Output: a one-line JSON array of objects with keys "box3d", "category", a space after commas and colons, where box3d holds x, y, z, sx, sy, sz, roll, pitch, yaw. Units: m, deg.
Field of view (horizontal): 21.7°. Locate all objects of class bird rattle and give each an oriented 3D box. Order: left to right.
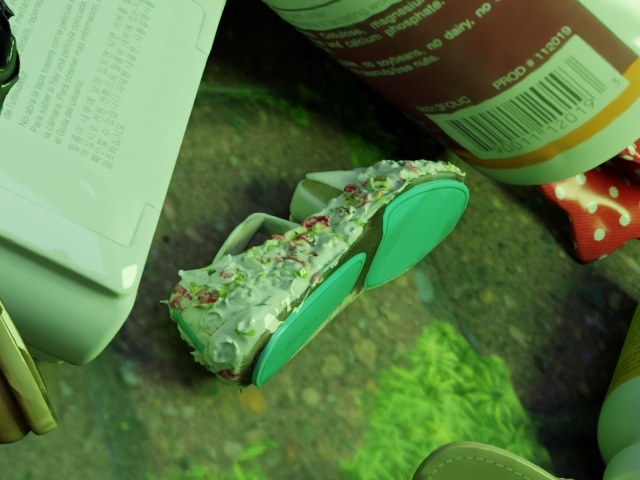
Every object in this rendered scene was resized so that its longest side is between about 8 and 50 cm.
[{"box3d": [0.212, -0.107, 1.189, 0.207, 0.143, 0.253, 45, 57, 14], "category": "bird rattle"}]

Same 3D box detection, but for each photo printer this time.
[{"box3d": [-0.215, -0.104, 0.848, 0.307, 0.107, 0.256, 27, 50, -19], "category": "photo printer"}]

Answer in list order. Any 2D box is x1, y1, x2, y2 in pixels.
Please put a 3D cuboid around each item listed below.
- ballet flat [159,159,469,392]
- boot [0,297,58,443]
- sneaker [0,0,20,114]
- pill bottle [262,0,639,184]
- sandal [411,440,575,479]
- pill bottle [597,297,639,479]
[{"box3d": [0.000, 0.000, 0.958, 0.077, 0.091, 0.241, 34, 38, 18], "category": "ballet flat"}, {"box3d": [-0.265, 0.029, 0.676, 0.220, 0.109, 0.283, -43, 102, -12], "category": "boot"}, {"box3d": [-0.192, -0.112, 0.736, 0.152, 0.084, 0.058, 50, 47, 2], "category": "sneaker"}, {"box3d": [0.042, -0.219, 0.973, 0.392, 0.224, 0.224, 36, 44, -34], "category": "pill bottle"}, {"box3d": [0.135, 0.177, 0.954, 0.240, 0.088, 0.079, 37, 14, -20], "category": "sandal"}, {"box3d": [0.239, 0.099, 1.036, 0.117, 0.117, 0.208, 38, 46, -9], "category": "pill bottle"}]
